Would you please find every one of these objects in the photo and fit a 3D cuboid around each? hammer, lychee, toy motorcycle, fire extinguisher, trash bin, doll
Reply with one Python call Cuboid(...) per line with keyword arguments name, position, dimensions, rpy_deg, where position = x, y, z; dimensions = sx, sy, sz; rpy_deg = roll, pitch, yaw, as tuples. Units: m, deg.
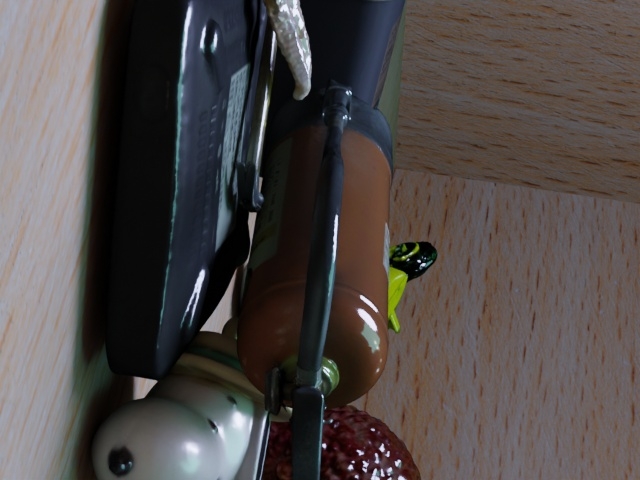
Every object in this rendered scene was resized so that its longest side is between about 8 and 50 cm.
Cuboid(name="hammer", position=(-0.045, -0.115, 1.196), dimensions=(0.062, 0.017, 0.182), rpy_deg=(62, 35, -80))
Cuboid(name="lychee", position=(0.000, 0.315, 1.807), dimensions=(0.260, 0.260, 0.260), rpy_deg=(9, 90, -84))
Cuboid(name="toy motorcycle", position=(0.023, 0.096, 2.156), dimensions=(0.142, 0.206, 0.342), rpy_deg=(59, 36, -15))
Cuboid(name="fire extinguisher", position=(-0.010, 0.003, 1.191), dimensions=(0.376, 0.113, 0.200), rpy_deg=(-86, 161, -50))
Cuboid(name="trash bin", position=(-0.006, -0.211, 1.394), dimensions=(0.209, 0.182, 0.290), rpy_deg=(-73, 176, -57))
Cuboid(name="doll", position=(-0.116, 0.212, 1.225), dimensions=(0.208, 0.144, 0.271), rpy_deg=(-34, 133, -53))

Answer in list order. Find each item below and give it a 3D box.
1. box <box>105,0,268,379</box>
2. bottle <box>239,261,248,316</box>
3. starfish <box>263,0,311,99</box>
Cuboid(name="box", position=(-0.098, -0.067, 1.172), dimensions=(0.289, 0.073, 0.290), rpy_deg=(-62, 159, -74))
Cuboid(name="bottle", position=(-0.057, 0.116, 1.830), dimensions=(0.269, 0.083, 0.083), rpy_deg=(98, 4, -50))
Cuboid(name="starfish", position=(-0.013, -0.337, 1.109), dimensions=(0.384, 0.132, 0.398), rpy_deg=(52, 43, -46))
